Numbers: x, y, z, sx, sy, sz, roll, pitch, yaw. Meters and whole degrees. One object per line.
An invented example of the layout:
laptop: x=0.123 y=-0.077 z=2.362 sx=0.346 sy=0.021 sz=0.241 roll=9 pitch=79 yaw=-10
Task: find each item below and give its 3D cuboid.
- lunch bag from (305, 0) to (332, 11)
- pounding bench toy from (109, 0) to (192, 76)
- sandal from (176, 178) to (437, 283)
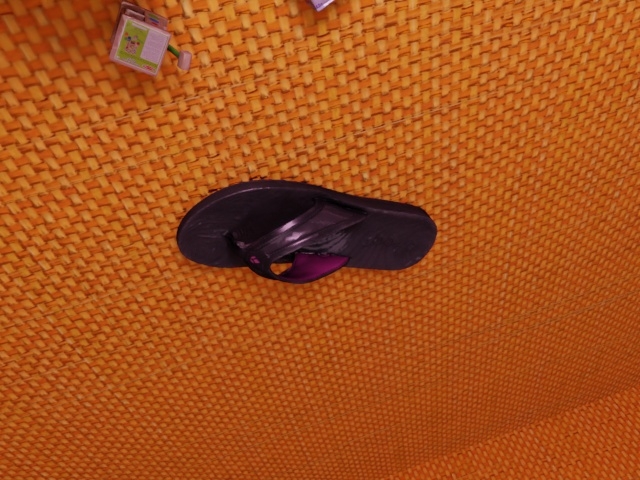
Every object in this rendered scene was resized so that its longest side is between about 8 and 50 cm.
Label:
lunch bag: x=0.008 y=-0.320 z=0.573 sx=0.083 sy=0.053 sz=0.071 roll=-36 pitch=134 yaw=0
pounding bench toy: x=-0.191 y=-0.225 z=0.572 sx=0.083 sy=0.065 sz=0.052 roll=14 pitch=122 yaw=-30
sandal: x=0.002 y=-0.002 z=0.807 sx=0.447 sy=0.107 sz=0.167 roll=1 pitch=129 yaw=-20
